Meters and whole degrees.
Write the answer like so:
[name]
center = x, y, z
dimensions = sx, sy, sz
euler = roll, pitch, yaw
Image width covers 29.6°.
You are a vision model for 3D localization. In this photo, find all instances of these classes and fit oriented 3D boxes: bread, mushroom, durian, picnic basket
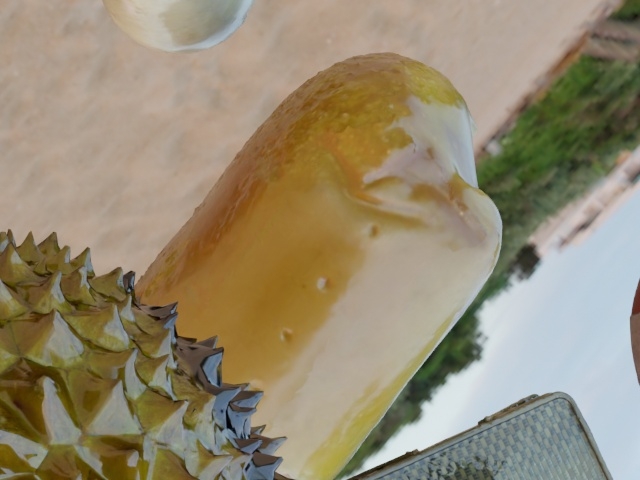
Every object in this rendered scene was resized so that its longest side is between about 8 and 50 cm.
[bread]
center = 0.000, 0.000, 1.175
dimensions = 0.394, 0.250, 0.361
euler = -54, -171, 13
[mushroom]
center = -0.150, -0.288, 1.069
dimensions = 0.246, 0.202, 0.246
euler = -1, 90, -87
[durian]
center = -0.176, 0.168, 0.648
dimensions = 0.347, 0.384, 0.347
euler = -55, 180, 1
[picnic basket]
center = 0.144, 0.264, 1.155
dimensions = 0.267, 0.165, 0.139
euler = -21, 169, -13

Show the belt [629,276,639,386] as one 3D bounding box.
[belt]
center = 0.473, 0.072, 1.347
dimensions = 0.324, 0.227, 0.115
euler = -35, 179, -29
